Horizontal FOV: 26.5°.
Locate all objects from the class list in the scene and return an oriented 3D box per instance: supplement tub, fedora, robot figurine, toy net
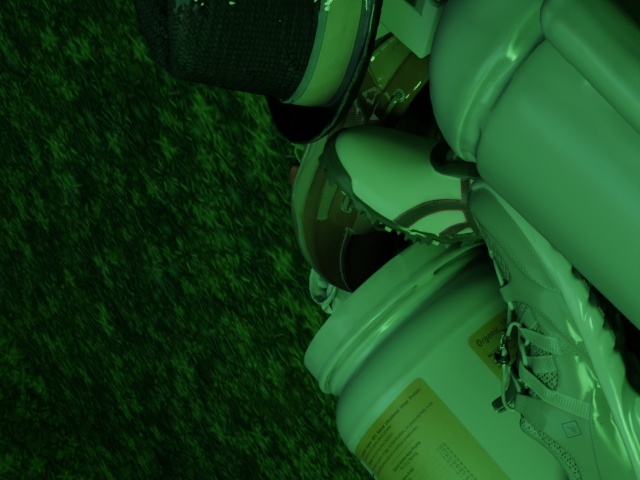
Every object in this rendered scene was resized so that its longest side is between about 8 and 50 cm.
[{"bbox_3d":[0.157,0.161,1.158,0.316,0.228,0.228,49,150,16],"label":"supplement tub"},{"bbox_3d":[-0.063,-0.241,1.064,0.334,0.152,0.334,177,90,-70],"label":"fedora"},{"bbox_3d":[0.211,-0.076,0.874,0.353,0.200,0.300,46,-177,19],"label":"robot figurine"},{"bbox_3d":[0.000,0.000,1.435,0.122,0.045,0.232,36,145,33],"label":"toy net"}]

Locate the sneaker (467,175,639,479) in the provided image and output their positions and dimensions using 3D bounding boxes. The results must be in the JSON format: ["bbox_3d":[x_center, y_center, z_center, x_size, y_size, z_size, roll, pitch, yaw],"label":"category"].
[{"bbox_3d":[0.165,0.085,0.980,0.115,0.105,0.281,-26,89,19],"label":"sneaker"}]

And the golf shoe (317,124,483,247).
[{"bbox_3d":[0.136,-0.049,1.071,0.273,0.105,0.120,21,131,5],"label":"golf shoe"}]

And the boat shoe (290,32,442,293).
[{"bbox_3d":[0.053,-0.059,1.223,0.116,0.123,0.324,37,147,29],"label":"boat shoe"}]

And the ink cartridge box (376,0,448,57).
[{"bbox_3d":[0.102,-0.210,1.012,0.060,0.104,0.180,45,149,20],"label":"ink cartridge box"}]
